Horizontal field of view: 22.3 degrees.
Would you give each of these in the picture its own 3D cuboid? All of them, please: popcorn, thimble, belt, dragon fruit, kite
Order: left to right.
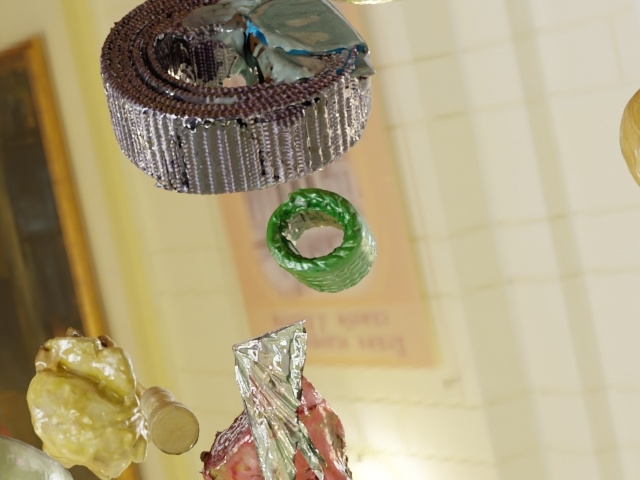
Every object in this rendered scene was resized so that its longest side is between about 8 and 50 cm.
[{"bbox_3d":[-0.345,0.253,2.426,0.190,0.253,0.191,-35,-161,-30],"label":"popcorn"},{"bbox_3d":[-0.088,-0.163,1.651,0.260,0.122,0.325,-17,-147,-10],"label":"belt"},{"bbox_3d":[-0.047,0.197,1.839,0.013,0.322,0.267,-12,139,20],"label":"kite"},{"bbox_3d":[-0.046,0.319,2.319,0.262,0.212,0.134,-51,-167,52],"label":"dragon fruit"},{"bbox_3d":[0.000,0.000,2.007,0.118,0.130,0.090,-40,149,1],"label":"thimble"}]

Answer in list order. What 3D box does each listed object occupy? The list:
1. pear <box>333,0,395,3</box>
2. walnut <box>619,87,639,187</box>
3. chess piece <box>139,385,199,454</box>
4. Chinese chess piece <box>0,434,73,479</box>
[{"bbox_3d":[0.156,-0.515,2.420,0.165,0.398,0.399,28,-155,27],"label":"pear"},{"bbox_3d":[0.394,-0.098,1.729,0.144,0.180,0.144,-25,167,-6],"label":"walnut"},{"bbox_3d":[-0.197,0.227,2.082,0.066,0.066,0.122,-13,-167,-14],"label":"chess piece"},{"bbox_3d":[-0.385,0.287,1.808,0.238,0.092,0.237,10,150,6],"label":"Chinese chess piece"}]
